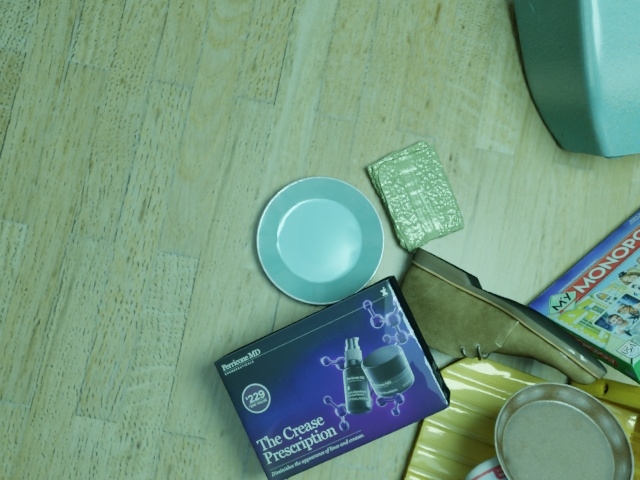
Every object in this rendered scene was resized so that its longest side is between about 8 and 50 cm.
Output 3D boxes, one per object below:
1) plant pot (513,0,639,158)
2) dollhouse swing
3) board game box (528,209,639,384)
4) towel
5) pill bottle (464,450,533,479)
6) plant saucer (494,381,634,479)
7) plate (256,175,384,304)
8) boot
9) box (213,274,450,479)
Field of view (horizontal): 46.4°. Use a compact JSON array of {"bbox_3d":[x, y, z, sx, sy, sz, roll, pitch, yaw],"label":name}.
[{"bbox_3d":[0.435,-0.251,1.053,0.247,0.247,0.253,-7,101,-5],"label":"plant pot"},{"bbox_3d":[0.307,0.335,0.965,0.304,0.315,0.347,22,83,-13],"label":"dollhouse swing"},{"bbox_3d":[0.475,0.042,1.035,0.317,0.213,0.046,-39,116,-8],"label":"board game box"},{"bbox_3d":[0.144,-0.067,1.112,0.110,0.027,0.148,-23,85,-7],"label":"towel"},{"bbox_3d":[0.246,0.346,0.909,0.087,0.087,0.160,-20,60,-6],"label":"pill bottle"},{"bbox_3d":[0.290,0.255,0.904,0.168,0.029,0.169,3,55,-4],"label":"plant saucer"},{"bbox_3d":[0.000,0.000,1.095,0.188,0.024,0.188,0,84,-4],"label":"plate"},{"bbox_3d":[0.236,0.127,1.023,0.305,0.112,0.115,30,94,32],"label":"boot"},{"bbox_3d":[0.018,0.185,1.007,0.261,0.103,0.184,-27,84,9],"label":"box"}]
